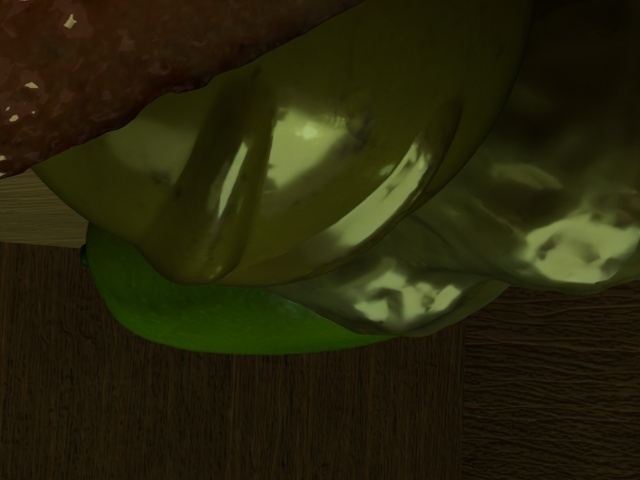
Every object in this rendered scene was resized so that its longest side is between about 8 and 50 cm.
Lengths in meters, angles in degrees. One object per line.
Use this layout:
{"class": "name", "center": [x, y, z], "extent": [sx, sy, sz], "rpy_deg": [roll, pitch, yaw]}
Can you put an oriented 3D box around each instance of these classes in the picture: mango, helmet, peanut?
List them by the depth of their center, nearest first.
{"class": "helmet", "center": [-0.030, -0.055, 0.608], "extent": [0.205, 0.140, 0.257], "rpy_deg": [4, 173, -25]}
{"class": "peanut", "center": [0.051, -0.035, 0.801], "extent": [0.152, 0.152, 0.313], "rpy_deg": [5, 174, -36]}
{"class": "mango", "center": [0.000, 0.000, 1.273], "extent": [0.343, 0.156, 0.192], "rpy_deg": [-2, 177, 30]}

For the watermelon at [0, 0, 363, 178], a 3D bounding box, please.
{"class": "watermelon", "center": [-0.059, -0.098, 0.326], "extent": [0.193, 0.137, 0.145], "rpy_deg": [1, 141, 14]}
